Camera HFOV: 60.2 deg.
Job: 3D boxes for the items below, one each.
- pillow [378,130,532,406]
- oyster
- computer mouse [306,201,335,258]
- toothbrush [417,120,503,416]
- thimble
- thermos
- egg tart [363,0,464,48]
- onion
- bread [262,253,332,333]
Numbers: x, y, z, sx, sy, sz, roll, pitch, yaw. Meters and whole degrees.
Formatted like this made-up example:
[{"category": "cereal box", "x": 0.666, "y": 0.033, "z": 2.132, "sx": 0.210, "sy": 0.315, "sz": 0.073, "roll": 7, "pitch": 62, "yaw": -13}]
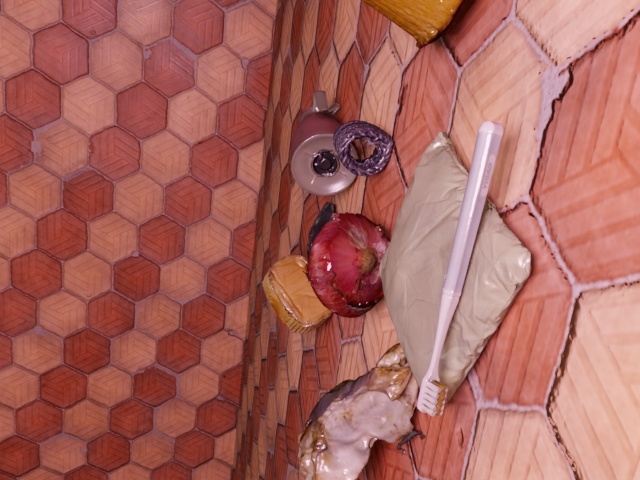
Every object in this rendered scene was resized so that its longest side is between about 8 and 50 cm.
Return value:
[{"category": "pillow", "x": 0.154, "y": 0.037, "z": 0.746, "sx": 0.280, "sy": 0.076, "sz": 0.274, "roll": -105, "pitch": 25, "yaw": -49}, {"category": "oyster", "x": 0.062, "y": 0.304, "z": 0.909, "sx": 0.337, "sy": 0.133, "sz": 0.197, "roll": -53, "pitch": 7, "yaw": 40}, {"category": "computer mouse", "x": 0.000, "y": 0.000, "z": 1.372, "sx": 0.106, "sy": 0.062, "sz": 0.192, "roll": -134, "pitch": 47, "yaw": -70}, {"category": "toothbrush", "x": 0.155, "y": 0.038, "z": 0.623, "sx": 0.030, "sy": 0.025, "sz": 0.342, "roll": 23, "pitch": 105, "yaw": 58}, {"category": "thimble", "x": 0.077, "y": -0.171, "z": 1.027, "sx": 0.066, "sy": 0.104, "sz": 0.095, "roll": -116, "pitch": 31, "yaw": -59}, {"category": "thermos", "x": 0.001, "y": -0.239, "z": 1.273, "sx": 0.265, "sy": 0.146, "sz": 0.176, "roll": -98, "pitch": 11, "yaw": -56}, {"category": "egg tart", "x": 0.130, "y": -0.383, "z": 0.737, "sx": 0.215, "sy": 0.171, "sz": 0.215, "roll": -161, "pitch": 90, "yaw": -79}, {"category": "onion", "x": 0.038, "y": 0.043, "z": 0.966, "sx": 0.147, "sy": 0.184, "sz": 0.184, "roll": -4, "pitch": 81, "yaw": 38}, {"category": "bread", "x": -0.057, "y": 0.135, "z": 1.363, "sx": 0.190, "sy": 0.132, "sz": 0.114, "roll": 58, "pitch": 157, "yaw": 12}]
